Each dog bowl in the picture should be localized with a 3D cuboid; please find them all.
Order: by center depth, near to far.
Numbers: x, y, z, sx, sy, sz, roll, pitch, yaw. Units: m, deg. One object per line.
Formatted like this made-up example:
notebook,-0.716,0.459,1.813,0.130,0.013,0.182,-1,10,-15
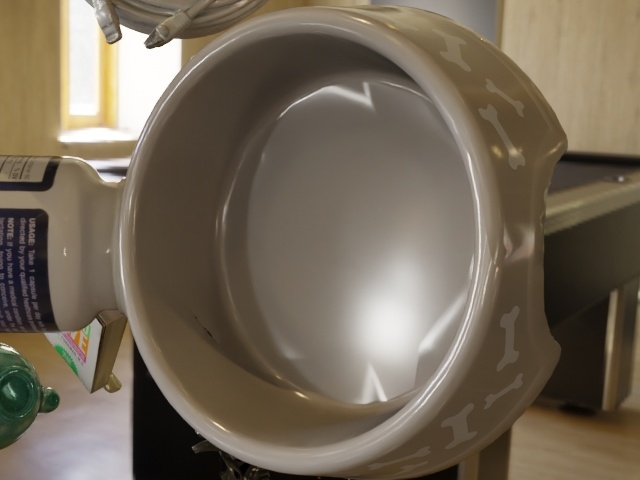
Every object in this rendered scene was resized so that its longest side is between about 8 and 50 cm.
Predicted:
dog bowl,0.000,0.000,0.650,0.348,0.349,0.102,9,4,32

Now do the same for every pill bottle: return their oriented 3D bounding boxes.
pill bottle,-0.266,0.003,0.796,0.264,0.153,0.153,1,10,-4

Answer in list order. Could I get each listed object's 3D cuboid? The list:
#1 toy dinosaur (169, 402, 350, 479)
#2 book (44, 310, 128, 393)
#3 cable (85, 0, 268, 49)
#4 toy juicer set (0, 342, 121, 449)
toy dinosaur,-0.027,0.151,0.958,0.218,0.322,0.164,-38,17,-4
book,-0.253,0.087,0.987,0.035,0.144,0.096,-31,68,-36
cable,-0.138,-0.324,0.903,0.257,0.257,0.089,-27,0,-12
toy juicer set,-0.413,0.157,1.153,0.089,0.209,0.329,-12,10,37
